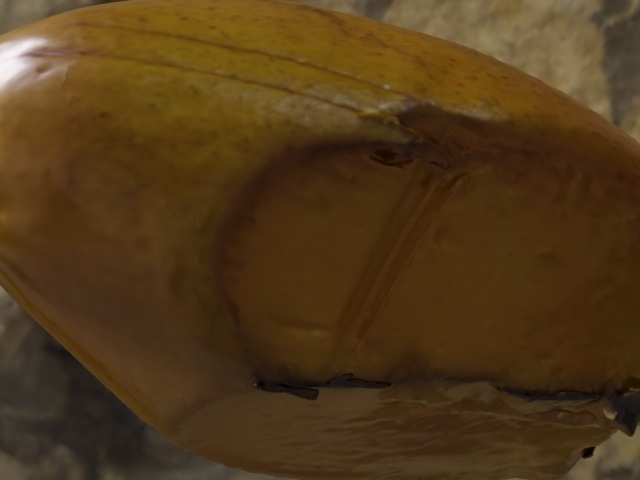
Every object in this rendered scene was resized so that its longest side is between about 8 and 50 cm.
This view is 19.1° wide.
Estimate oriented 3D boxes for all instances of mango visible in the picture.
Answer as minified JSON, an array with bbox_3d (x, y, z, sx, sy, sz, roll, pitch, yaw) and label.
[{"bbox_3d":[0.000,0.000,0.589,0.252,0.154,0.126,18,-32,-9],"label":"mango"}]
